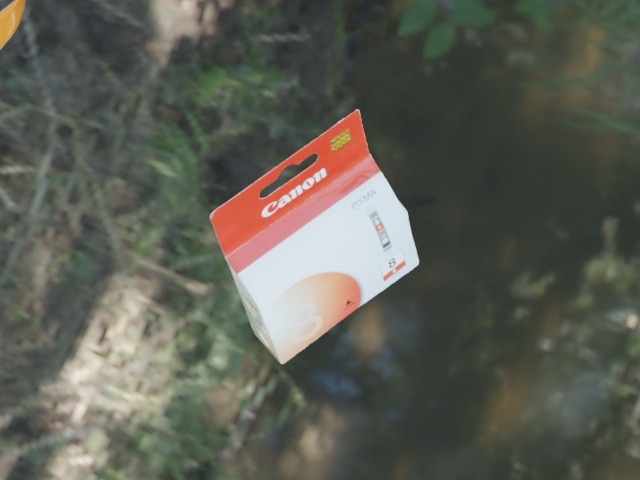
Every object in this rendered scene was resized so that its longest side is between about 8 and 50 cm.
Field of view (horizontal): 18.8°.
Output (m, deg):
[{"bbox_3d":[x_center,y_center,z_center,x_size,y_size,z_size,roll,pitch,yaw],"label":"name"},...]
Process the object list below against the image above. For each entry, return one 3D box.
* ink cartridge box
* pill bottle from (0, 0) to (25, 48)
[{"bbox_3d":[0.000,0.000,1.496,0.145,0.045,0.179,-36,149,-12],"label":"ink cartridge box"},{"bbox_3d":[-0.129,-0.162,0.618,0.130,0.130,0.245,-36,159,-33],"label":"pill bottle"}]
